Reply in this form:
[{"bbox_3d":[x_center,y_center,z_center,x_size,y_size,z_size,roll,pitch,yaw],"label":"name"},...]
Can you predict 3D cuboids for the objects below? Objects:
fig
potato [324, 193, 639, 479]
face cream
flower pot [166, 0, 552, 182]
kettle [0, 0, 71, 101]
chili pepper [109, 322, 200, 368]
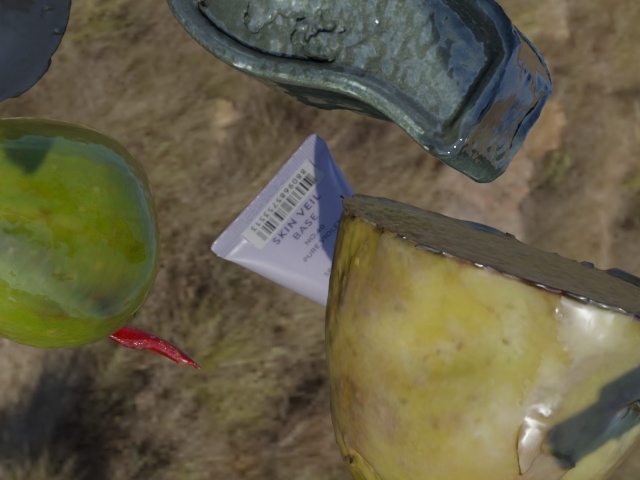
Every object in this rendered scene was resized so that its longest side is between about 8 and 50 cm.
[{"bbox_3d":[-0.328,-0.013,1.599,0.326,0.258,0.258,17,67,-45],"label":"fig"},{"bbox_3d":[0.119,0.120,1.109,0.289,0.301,0.237,-20,128,-77],"label":"potato"},{"bbox_3d":[0.000,0.000,1.529,0.096,0.154,0.274,45,3,34],"label":"face cream"},{"bbox_3d":[0.021,-0.125,0.885,0.103,0.229,0.108,-65,161,4],"label":"flower pot"},{"bbox_3d":[-0.231,-0.191,0.851,0.202,0.144,0.232,25,30,-50],"label":"kettle"},{"bbox_3d":[-0.235,0.130,1.929,0.178,0.045,0.027,26,97,-10],"label":"chili pepper"}]
